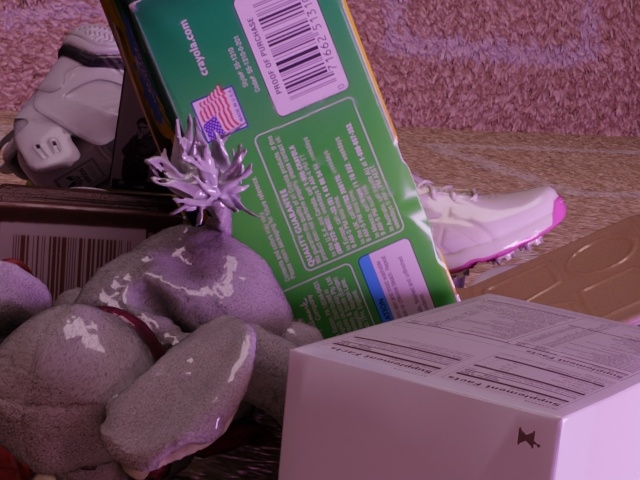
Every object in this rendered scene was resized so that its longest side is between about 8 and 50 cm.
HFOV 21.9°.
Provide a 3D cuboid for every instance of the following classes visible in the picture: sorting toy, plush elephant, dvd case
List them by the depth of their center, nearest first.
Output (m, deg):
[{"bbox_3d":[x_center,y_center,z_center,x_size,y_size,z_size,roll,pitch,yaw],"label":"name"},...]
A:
[{"bbox_3d":[-0.130,0.110,1.159,0.272,0.330,0.255,14,36,34],"label":"plush elephant"},{"bbox_3d":[0.222,0.052,1.436,0.208,0.038,0.193,-20,21,2],"label":"sorting toy"},{"bbox_3d":[-0.111,-0.133,1.656,0.179,0.238,0.029,6,46,-9],"label":"dvd case"}]

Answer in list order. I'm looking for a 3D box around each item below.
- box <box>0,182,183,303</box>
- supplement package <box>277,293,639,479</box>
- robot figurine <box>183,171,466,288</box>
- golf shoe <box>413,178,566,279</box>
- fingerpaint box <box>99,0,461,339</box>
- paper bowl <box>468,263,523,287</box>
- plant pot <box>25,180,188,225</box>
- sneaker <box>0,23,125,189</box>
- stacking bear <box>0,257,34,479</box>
[{"bbox_3d":[-0.235,0.022,1.595,0.191,0.143,0.381,4,5,-6],"label":"box"},{"bbox_3d":[0.123,0.165,1.123,0.198,0.199,0.263,12,13,32],"label":"supplement package"},{"bbox_3d":[0.000,0.000,1.890,0.353,0.199,0.300,15,6,39],"label":"robot figurine"},{"bbox_3d":[0.094,-0.022,1.682,0.306,0.140,0.115,-16,5,2],"label":"golf shoe"},{"bbox_3d":[-0.032,-0.040,1.415,0.163,0.444,0.371,-24,16,-6],"label":"fingerpaint box"},{"bbox_3d":[0.237,0.111,1.598,0.284,0.148,0.284,5,12,-1],"label":"paper bowl"},{"bbox_3d":[-0.254,-0.074,2.073,0.276,0.276,0.254,7,23,4],"label":"plant pot"},{"bbox_3d":[-0.194,-0.097,1.826,0.366,0.210,0.137,24,-25,30],"label":"sneaker"},{"bbox_3d":[-0.378,0.099,1.326,0.289,0.175,0.164,-3,26,4],"label":"stacking bear"}]
